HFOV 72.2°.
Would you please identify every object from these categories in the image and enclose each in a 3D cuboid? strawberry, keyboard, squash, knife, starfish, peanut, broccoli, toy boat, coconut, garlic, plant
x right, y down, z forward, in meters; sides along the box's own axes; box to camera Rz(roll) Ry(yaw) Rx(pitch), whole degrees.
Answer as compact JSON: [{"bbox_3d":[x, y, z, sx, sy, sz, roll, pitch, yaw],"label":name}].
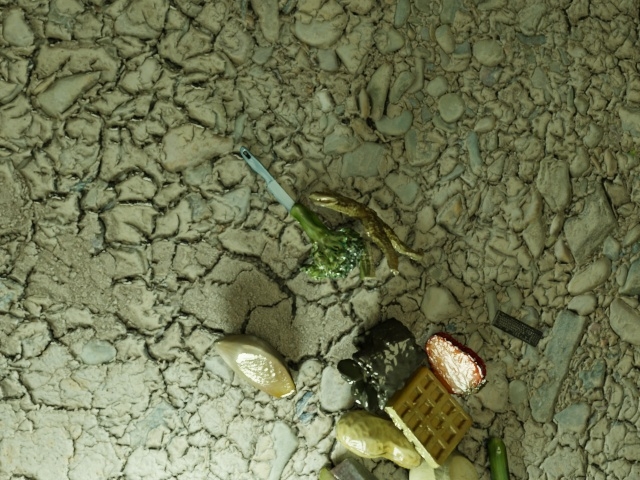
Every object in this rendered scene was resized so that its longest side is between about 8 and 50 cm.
[{"bbox_3d":[0.464,0.403,1.493,0.111,0.190,0.236,-27,81,-49],"label":"strawberry"},{"bbox_3d":[0.714,0.319,1.589,0.198,0.010,0.063,27,88,-9],"label":"keyboard"},{"bbox_3d":[0.634,0.807,1.550,0.066,0.066,0.228,-11,94,-10],"label":"squash"},{"bbox_3d":[-0.157,-0.181,1.430,0.044,0.019,0.313,-42,98,0],"label":"knife"},{"bbox_3d":[0.161,-0.037,1.360,0.432,0.324,0.082,40,106,-4],"label":"starfish"},{"bbox_3d":[0.198,0.647,1.430,0.306,0.147,0.146,19,87,-10],"label":"peanut"},{"bbox_3d":[-0.005,0.019,1.400,0.275,0.177,0.198,27,96,11],"label":"broccoli"},{"bbox_3d":[0.092,0.863,1.437,0.294,0.111,0.276,-34,89,2],"label":"toy boat"},{"bbox_3d":[0.396,0.795,1.441,0.202,0.222,0.202,18,51,-24],"label":"coconut"},{"bbox_3d":[-0.189,0.385,1.378,0.143,0.112,0.318,-39,104,15],"label":"garlic"},{"bbox_3d":[0.188,0.387,1.409,0.276,0.188,0.199,-39,100,-10],"label":"plant"}]

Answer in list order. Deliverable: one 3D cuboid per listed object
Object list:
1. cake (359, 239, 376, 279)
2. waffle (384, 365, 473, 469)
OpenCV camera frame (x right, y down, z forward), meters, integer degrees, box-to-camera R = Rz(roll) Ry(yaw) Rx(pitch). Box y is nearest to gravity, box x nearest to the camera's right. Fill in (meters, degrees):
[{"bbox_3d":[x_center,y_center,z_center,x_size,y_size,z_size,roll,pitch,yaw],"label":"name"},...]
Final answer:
[{"bbox_3d":[0.153,0.068,1.482,0.051,0.055,0.139,-4,73,-9],"label":"cake"},{"bbox_3d":[0.354,0.566,1.429,0.221,0.055,0.248,-33,77,-36],"label":"waffle"}]
